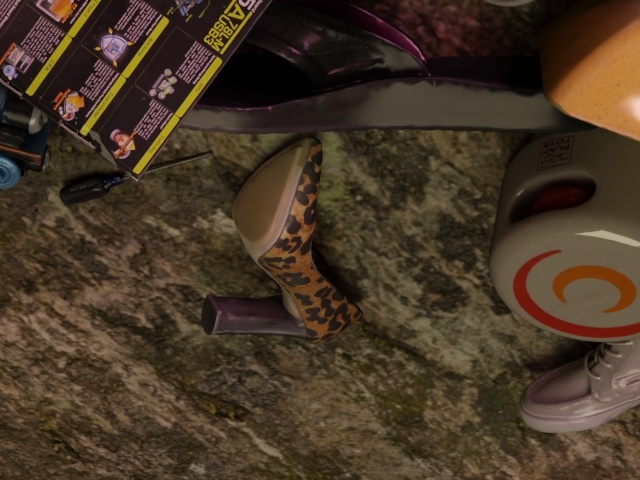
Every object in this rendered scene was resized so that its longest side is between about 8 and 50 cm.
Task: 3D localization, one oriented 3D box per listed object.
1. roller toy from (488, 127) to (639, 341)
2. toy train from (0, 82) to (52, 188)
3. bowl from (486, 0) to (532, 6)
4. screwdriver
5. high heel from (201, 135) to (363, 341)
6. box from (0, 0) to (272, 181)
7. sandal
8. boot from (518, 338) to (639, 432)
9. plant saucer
[{"bbox_3d":[0.261,-0.011,1.167,0.191,0.146,0.209,16,145,-1],"label":"roller toy"},{"bbox_3d":[-0.339,-0.117,1.162,0.184,0.080,0.105,15,131,-11],"label":"toy train"},{"bbox_3d":[0.147,-0.308,0.783,0.134,0.298,0.298,-16,141,-15],"label":"bowl"},{"bbox_3d":[-0.186,-0.068,1.251,0.169,0.025,0.024,-18,133,12],"label":"screwdriver"},{"bbox_3d":[0.000,0.000,1.281,0.186,0.093,0.261,3,131,-32],"label":"high heel"},{"bbox_3d":[-0.155,-0.174,0.936,0.184,0.045,0.191,36,97,-11],"label":"box"},{"bbox_3d":[0.023,-0.158,1.048,0.445,0.167,0.107,0,110,-2],"label":"sandal"},{"bbox_3d":[0.327,0.122,1.366,0.258,0.095,0.123,-21,127,15],"label":"boot"},{"bbox_3d":[0.333,-0.108,0.919,0.332,0.333,0.081,22,110,1],"label":"plant saucer"}]
